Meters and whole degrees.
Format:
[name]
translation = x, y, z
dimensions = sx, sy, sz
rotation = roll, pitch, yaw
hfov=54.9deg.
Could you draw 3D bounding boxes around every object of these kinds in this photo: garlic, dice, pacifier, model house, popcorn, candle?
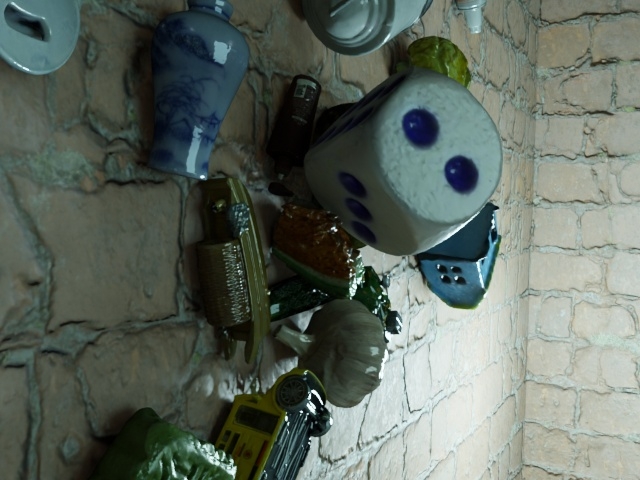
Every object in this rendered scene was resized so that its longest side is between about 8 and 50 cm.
[garlic]
translation = 0.007, 0.210, 1.193
dimensions = 0.212, 0.218, 0.219
rotation = 21, 73, -33
[dice]
translation = 0.142, -0.136, 1.101
dimensions = 0.251, 0.259, 0.243
rotation = 45, 74, -15
[pacifier]
translation = -0.267, -0.320, 0.651
dimensions = 0.238, 0.225, 0.287
rotation = -2, 95, -78
[model house]
translation = 0.431, 0.054, 1.870
dimensions = 0.237, 0.215, 0.303
rotation = -65, 148, -33
[popcorn]
translation = 0.301, -0.435, 1.632
dimensions = 0.221, 0.183, 0.204
rotation = 38, 54, -52
[candle]
translation = 0.090, -0.500, 1.238
dimensions = 0.342, 0.221, 0.221
rotation = -46, 130, -43

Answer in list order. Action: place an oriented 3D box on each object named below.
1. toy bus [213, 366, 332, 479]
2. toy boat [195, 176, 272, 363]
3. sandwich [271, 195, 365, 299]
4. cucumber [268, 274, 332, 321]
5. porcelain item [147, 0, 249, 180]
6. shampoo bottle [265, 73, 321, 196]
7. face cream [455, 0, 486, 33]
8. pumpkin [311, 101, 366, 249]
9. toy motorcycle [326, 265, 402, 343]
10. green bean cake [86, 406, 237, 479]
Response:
[toy bus]
translation = -0.105, 0.375, 1.044
dimensions = 0.330, 0.152, 0.144
rotation = -65, 148, -29
[toy boat]
translation = -0.147, 0.052, 1.003
dimensions = 0.115, 0.089, 0.310
rotation = -26, 115, -53
[sandwich]
translation = 0.007, 0.005, 1.150
dimensions = 0.109, 0.184, 0.160
rotation = -44, 157, -45
[cucumber]
translation = -0.053, 0.107, 1.182
dimensions = 0.241, 0.074, 0.075
rotation = -13, 104, -57
[porcelain item]
translation = -0.181, -0.221, 0.890
dimensions = 0.141, 0.141, 0.259
rotation = 7, 94, -59
[shampoo bottle]
translation = -0.052, -0.196, 1.162
dimensions = 0.067, 0.068, 0.236
rotation = 43, 59, -57
[face cream]
translation = 0.481, -0.786, 1.974
dimensions = 0.101, 0.101, 0.252
rotation = -54, 136, -42
[pumpkin]
translation = 0.065, -0.134, 1.305
dimensions = 0.221, 0.139, 0.317
rotation = 0, 95, -62
[toy motorcycle]
translation = 0.106, 0.156, 1.411
dimensions = 0.275, 0.124, 0.187
rotation = 53, 40, -47
[green bean cake]
translation = -0.235, 0.374, 0.848
dimensions = 0.222, 0.124, 0.248
rotation = 53, 49, -47
